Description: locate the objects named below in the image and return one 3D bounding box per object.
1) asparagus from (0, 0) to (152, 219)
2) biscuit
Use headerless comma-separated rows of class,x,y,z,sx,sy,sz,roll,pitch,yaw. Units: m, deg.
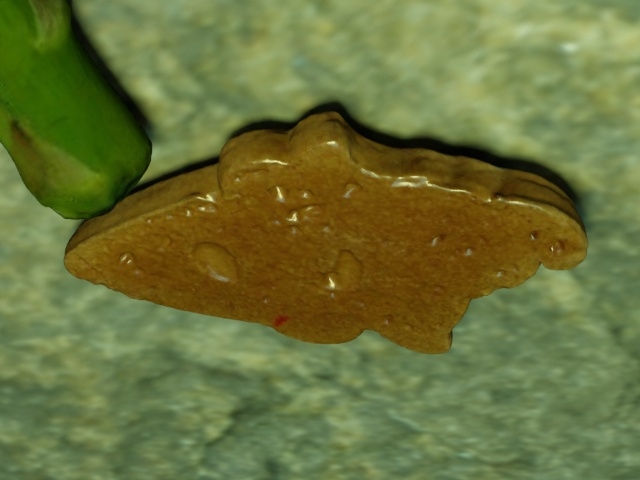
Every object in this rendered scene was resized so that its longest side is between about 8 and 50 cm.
asparagus,-0.161,-0.108,0.816,0.067,0.060,0.278,-23,135,15
biscuit,0.000,0.000,0.949,0.280,0.043,0.183,-2,138,18
